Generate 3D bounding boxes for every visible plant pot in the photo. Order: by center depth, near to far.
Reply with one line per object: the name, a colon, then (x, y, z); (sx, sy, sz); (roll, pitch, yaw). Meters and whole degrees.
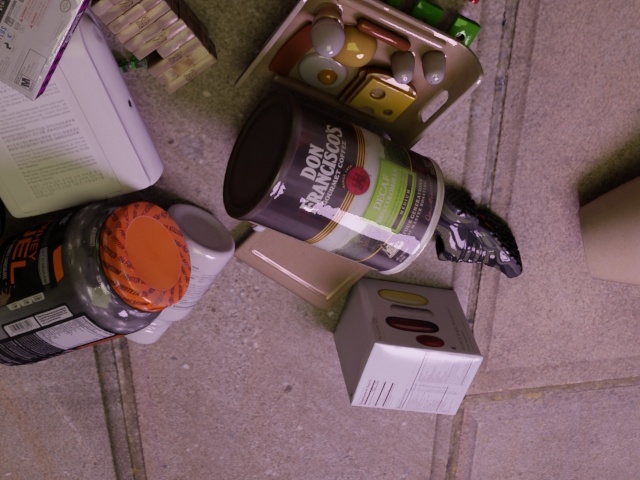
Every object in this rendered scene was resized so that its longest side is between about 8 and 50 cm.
plant pot: (0.596, -0.020, 1.681); (0.274, 0.256, 0.256); (-11, 128, 17)

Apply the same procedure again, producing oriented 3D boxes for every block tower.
block tower: (-0.284, -0.361, 1.344); (0.097, 0.091, 0.335); (-32, 124, 12)

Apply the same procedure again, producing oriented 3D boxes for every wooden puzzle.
wooden puzzle: (0.000, 0.000, 1.694); (0.221, 0.044, 0.239); (34, 118, -30)

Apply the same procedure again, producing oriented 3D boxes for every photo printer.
photo printer: (-0.403, -0.194, 1.421); (0.256, 0.107, 0.307); (-13, 127, 11)

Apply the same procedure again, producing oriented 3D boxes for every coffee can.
coffee can: (0.019, -0.084, 1.478); (0.275, 0.201, 0.201); (21, 119, -27)

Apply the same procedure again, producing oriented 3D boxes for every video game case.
video game case: (-0.408, -0.330, 1.249); (0.210, 0.042, 0.232); (31, 114, -8)

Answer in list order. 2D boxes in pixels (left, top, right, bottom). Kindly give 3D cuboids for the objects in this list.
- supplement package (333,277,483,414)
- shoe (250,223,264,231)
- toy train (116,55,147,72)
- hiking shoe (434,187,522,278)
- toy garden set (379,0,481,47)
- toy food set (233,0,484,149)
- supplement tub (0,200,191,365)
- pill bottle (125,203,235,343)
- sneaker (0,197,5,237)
supplement package: (0.153, 0.190, 1.760); (0.203, 0.194, 0.149); (8, 123, -17)
shoe: (-0.092, -0.101, 1.589); (0.081, 0.063, 0.178); (22, 114, -22)
toy train: (-0.298, -0.260, 1.456); (0.083, 0.023, 0.017); (-16, 127, 1)
hiking shoe: (0.264, 0.001, 1.727); (0.114, 0.086, 0.227); (-34, 120, 31)
toy garden set: (0.130, -0.367, 1.445); (0.244, 0.049, 0.204); (19, 122, -22)
toy food set: (0.055, -0.242, 1.446); (0.306, 0.092, 0.220); (21, 141, -23)
supplement tub: (-0.380, 0.064, 1.505); (0.338, 0.207, 0.207); (-18, 130, 29)
pill bottle: (-0.255, 0.061, 1.630); (0.131, 0.131, 0.229); (26, 117, -26)
sneaker: (-0.585, -0.091, 1.500); (0.132, 0.086, 0.228); (-14, 117, 6)
